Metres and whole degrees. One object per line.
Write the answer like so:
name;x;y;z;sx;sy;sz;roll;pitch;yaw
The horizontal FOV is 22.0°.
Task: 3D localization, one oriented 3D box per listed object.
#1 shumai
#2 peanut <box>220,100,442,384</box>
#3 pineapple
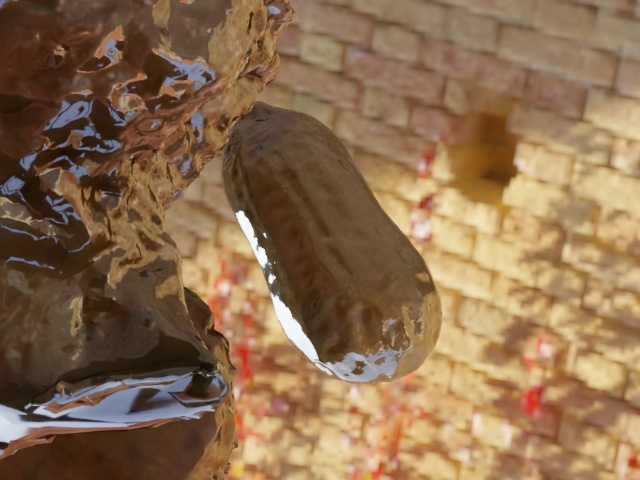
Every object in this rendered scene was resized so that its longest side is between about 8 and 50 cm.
shumai;-0.099;-0.018;0.573;0.166;0.175;0.206;8;159;-11
peanut;0.000;0.000;1.165;0.120;0.110;0.236;17;-144;-57
pineapple;-0.166;0.150;1.046;0.202;0.202;0.362;5;156;-10
